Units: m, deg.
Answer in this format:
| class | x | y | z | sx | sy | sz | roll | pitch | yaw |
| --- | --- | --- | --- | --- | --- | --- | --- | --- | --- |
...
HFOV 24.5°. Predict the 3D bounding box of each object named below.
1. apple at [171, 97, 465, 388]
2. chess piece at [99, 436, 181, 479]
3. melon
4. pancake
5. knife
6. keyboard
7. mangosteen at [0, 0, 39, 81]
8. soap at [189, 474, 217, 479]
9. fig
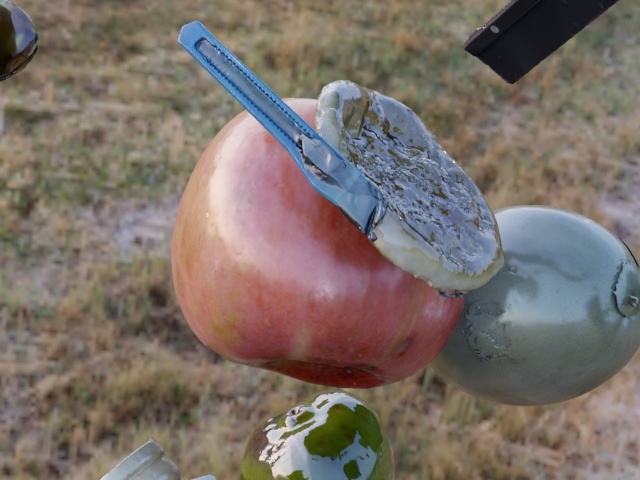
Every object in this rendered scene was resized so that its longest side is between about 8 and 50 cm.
| class | x | y | z | sx | sy | sz | roll | pitch | yaw |
| --- | --- | --- | --- | --- | --- | --- | --- | --- | --- |
| apple | 0.000 | 0.000 | 1.769 | 0.363 | 0.364 | 0.364 | 8 | 28 | -4 |
| chess piece | -0.104 | 0.408 | 1.644 | 0.397 | 0.117 | 0.117 | 49 | 38 | 8 |
| melon | 0.275 | 0.086 | 1.942 | 0.330 | 0.269 | 0.268 | -2 | 16 | 39 |
| pancake | 0.094 | -0.059 | 1.549 | 0.282 | 0.049 | 0.282 | 35 | 30 | -24 |
| knife | -0.039 | -0.112 | 1.446 | 0.296 | 0.044 | 0.026 | 44 | 5 | 14 |
| keyboard | 0.225 | -0.226 | 1.454 | 0.072 | 0.231 | 0.023 | 36 | 59 | -9 |
| mangosteen | -0.310 | -0.154 | 1.096 | 0.166 | 0.166 | 0.180 | 30 | 21 | 32 |
| soap | -0.165 | 0.420 | 1.907 | 0.259 | 0.143 | 0.281 | 36 | 22 | 29 |
| fig | 0.009 | 0.317 | 1.905 | 0.203 | 0.225 | 0.203 | -26 | 11 | 5 |
